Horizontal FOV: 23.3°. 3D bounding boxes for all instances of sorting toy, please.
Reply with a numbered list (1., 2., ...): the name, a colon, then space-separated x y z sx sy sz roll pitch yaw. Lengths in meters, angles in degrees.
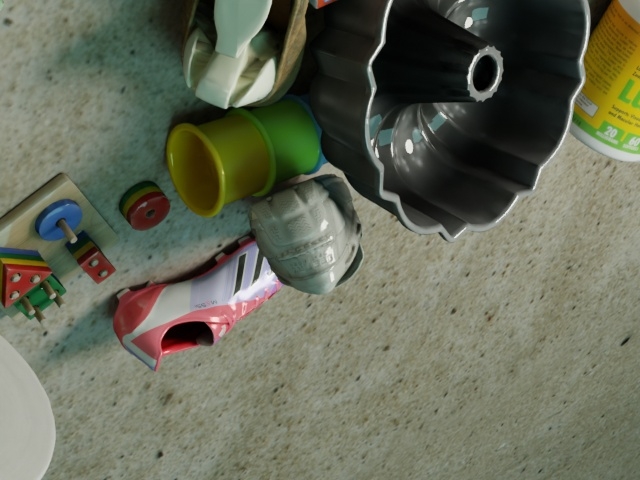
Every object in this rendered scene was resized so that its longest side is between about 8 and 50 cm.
1. sorting toy: -0.268 0.025 1.477 0.274 0.046 0.132 -38 150 -5

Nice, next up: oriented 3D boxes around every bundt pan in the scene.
1. bundt pan: 0.113 -0.173 1.492 0.331 0.124 0.330 -21 121 -40

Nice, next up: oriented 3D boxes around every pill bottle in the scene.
1. pill bottle: 0.384 -0.224 1.799 0.136 0.136 0.245 -8 137 -43

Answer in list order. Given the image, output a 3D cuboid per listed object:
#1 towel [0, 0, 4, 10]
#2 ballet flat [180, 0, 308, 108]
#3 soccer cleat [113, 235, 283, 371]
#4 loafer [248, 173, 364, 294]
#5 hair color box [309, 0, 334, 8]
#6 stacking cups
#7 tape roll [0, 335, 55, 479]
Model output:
1. towel: -0.404 -0.076 1.142 0.248 0.038 0.325 8 125 -52
2. ballet flat: -0.063 -0.188 1.298 0.342 0.116 0.124 116 -5 -57
3. soccer cleat: -0.106 0.066 1.668 0.248 0.095 0.083 -20 144 -31
4. loafer: -0.011 -0.002 1.561 0.112 0.111 0.319 -23 -178 7
5. hair color box: -0.003 -0.292 1.312 0.053 0.093 0.167 -25 147 -25
6. stacking cups: -0.003 -0.112 1.566 0.316 0.096 0.096 -22 145 -36
7. tape roll: -0.369 0.153 1.297 0.286 0.286 0.100 -1 131 -48
